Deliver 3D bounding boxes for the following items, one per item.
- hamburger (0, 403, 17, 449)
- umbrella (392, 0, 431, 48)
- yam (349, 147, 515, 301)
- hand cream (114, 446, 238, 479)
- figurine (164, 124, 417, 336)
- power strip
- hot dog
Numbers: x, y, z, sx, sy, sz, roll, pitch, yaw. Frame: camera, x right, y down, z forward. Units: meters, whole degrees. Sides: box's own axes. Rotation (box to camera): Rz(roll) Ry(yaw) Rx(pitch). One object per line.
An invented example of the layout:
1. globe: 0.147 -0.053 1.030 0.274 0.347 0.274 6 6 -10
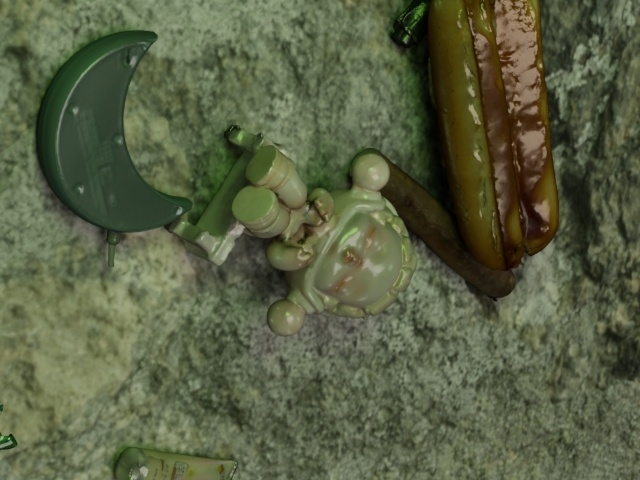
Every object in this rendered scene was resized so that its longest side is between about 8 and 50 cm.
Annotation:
1. hamburger: -0.370 0.128 1.622 0.235 0.125 0.214 12 104 -34
2. umbrella: 0.119 -0.250 1.901 0.036 0.031 0.133 40 80 -11
3. yam: 0.124 -0.012 1.972 0.264 0.046 0.046 39 81 -37
4. hand cream: -0.143 0.238 1.874 0.143 0.039 0.061 19 92 -43
5. figurine: -0.008 0.003 1.838 0.256 0.144 0.182 35 64 -35
6. power strip: -0.190 -0.079 1.728 0.137 0.044 0.216 -21 116 -28
7. hot dog: 0.171 -0.115 1.925 0.135 0.100 0.337 -34 123 -42
